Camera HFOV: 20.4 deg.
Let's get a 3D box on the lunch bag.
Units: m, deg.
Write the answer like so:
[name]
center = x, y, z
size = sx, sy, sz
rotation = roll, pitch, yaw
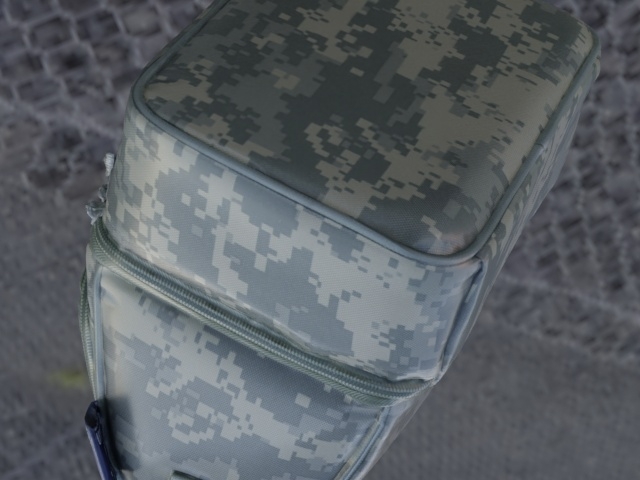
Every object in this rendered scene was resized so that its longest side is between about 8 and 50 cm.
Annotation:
[lunch bag]
center = 0.000, 0.000, 1.003
size = 0.305, 0.212, 0.256
rotation = -56, 166, -51
